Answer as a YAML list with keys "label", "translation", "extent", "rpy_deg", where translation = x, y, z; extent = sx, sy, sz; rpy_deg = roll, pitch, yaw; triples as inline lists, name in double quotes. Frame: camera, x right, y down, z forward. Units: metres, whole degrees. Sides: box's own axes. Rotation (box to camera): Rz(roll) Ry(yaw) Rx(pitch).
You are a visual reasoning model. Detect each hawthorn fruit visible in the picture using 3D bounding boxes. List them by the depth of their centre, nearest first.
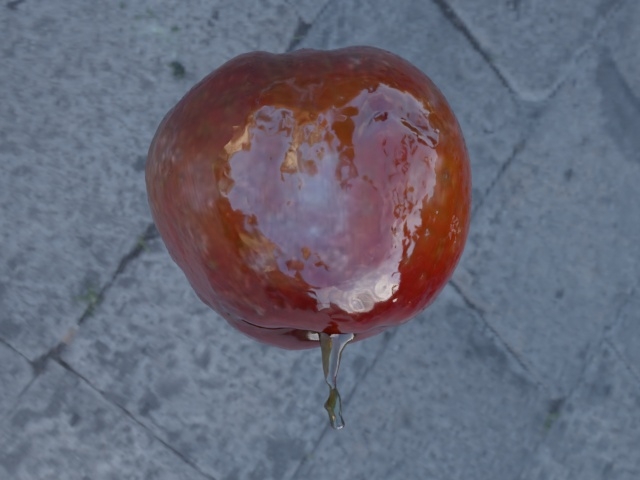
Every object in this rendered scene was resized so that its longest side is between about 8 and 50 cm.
- label: "hawthorn fruit"
  translation: [0.000, 0.000, 0.836]
  extent: [0.241, 0.242, 0.272]
  rpy_deg: [-1, 70, -35]
